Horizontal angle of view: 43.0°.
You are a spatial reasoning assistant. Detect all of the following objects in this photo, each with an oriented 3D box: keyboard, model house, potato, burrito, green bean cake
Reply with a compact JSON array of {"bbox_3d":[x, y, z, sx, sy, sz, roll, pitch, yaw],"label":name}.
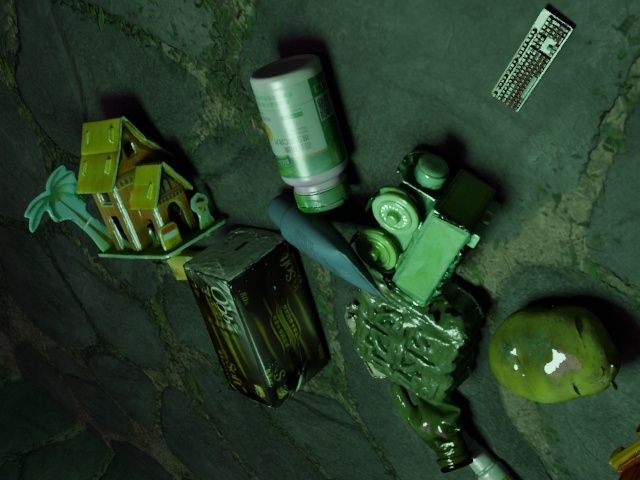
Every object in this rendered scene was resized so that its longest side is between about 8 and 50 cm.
[{"bbox_3d":[0.303,-0.259,1.180,0.055,0.017,0.166,42,142,13],"label":"keyboard"},{"bbox_3d":[-0.462,-0.109,1.846,0.300,0.340,0.324,0,116,45],"label":"model house"},{"bbox_3d":[0.387,0.189,1.368,0.248,0.143,0.169,-25,63,57],"label":"potato"},{"bbox_3d":[0.100,0.218,1.768,0.058,0.045,0.188,-18,106,25],"label":"burrito"},{"bbox_3d":[0.186,0.165,1.569,0.241,0.132,0.255,35,140,27],"label":"green bean cake"}]

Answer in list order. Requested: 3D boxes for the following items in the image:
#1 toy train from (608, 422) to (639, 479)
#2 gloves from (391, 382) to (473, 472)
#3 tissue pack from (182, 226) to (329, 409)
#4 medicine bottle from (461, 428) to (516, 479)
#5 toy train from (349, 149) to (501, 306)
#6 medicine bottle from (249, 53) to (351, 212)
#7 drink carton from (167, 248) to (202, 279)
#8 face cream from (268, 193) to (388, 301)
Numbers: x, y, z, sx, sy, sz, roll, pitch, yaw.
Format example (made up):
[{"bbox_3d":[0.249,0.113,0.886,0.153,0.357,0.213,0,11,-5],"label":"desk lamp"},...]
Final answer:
[{"bbox_3d":[0.567,0.349,1.234,0.163,0.231,0.369,39,142,12],"label":"toy train"},{"bbox_3d":[0.229,0.354,1.691,0.135,0.107,0.268,-32,87,36],"label":"gloves"},{"bbox_3d":[-0.145,0.165,1.853,0.198,0.210,0.370,15,132,46],"label":"tissue pack"},{"bbox_3d":[0.362,0.499,1.720,0.221,0.061,0.092,50,164,11],"label":"medicine bottle"},{"bbox_3d":[0.176,-0.024,1.403,0.188,0.159,0.272,32,140,9],"label":"toy train"},{"bbox_3d":[-0.027,-0.191,1.488,0.133,0.133,0.274,7,126,43],"label":"medicine bottle"},{"bbox_3d":[-0.293,0.064,2.024,0.200,0.074,0.084,4,123,43],"label":"drink carton"},{"bbox_3d":[0.000,0.000,1.545,0.135,0.086,0.385,47,176,-33],"label":"face cream"}]
